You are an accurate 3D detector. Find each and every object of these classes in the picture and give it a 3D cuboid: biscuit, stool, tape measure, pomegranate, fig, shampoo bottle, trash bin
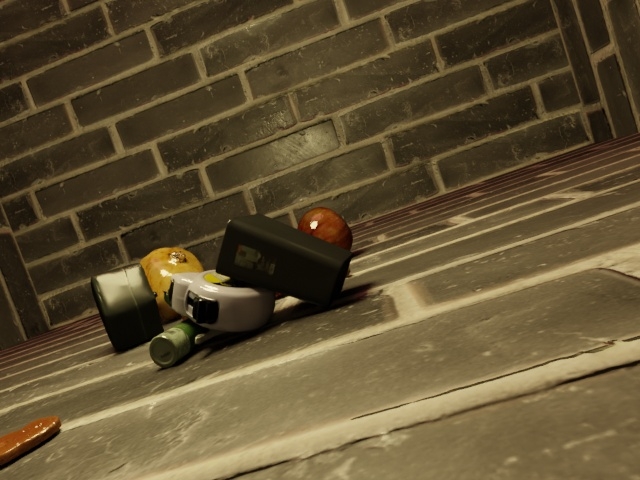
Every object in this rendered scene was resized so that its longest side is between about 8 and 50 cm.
[{"bbox_3d":[-0.430,0.286,0.627,0.102,0.019,0.130,-15,5,43],"label":"biscuit"},{"bbox_3d":[-0.521,0.176,1.229,0.141,0.232,0.232,-19,3,-29],"label":"stool"},{"bbox_3d":[-0.184,0.124,0.896,0.196,0.105,0.178,2,11,-38],"label":"tape measure"},{"bbox_3d":[-0.481,0.133,1.469,0.248,0.248,0.248,-19,4,1],"label":"pomegranate"},{"bbox_3d":[0.001,-0.001,1.462,0.205,0.205,0.205,-19,4,1],"label":"fig"},{"bbox_3d":[-0.256,0.184,0.908,0.065,0.065,0.204,-18,4,18],"label":"shampoo bottle"},{"bbox_3d":[-0.063,0.040,0.902,0.225,0.115,0.165,20,11,10],"label":"trash bin"}]

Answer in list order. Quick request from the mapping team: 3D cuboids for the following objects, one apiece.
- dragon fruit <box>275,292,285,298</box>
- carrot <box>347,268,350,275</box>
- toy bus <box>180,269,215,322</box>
[{"bbox_3d":[-0.119,0.105,1.150,0.116,0.086,0.081,-10,-5,-22],"label":"dragon fruit"},{"bbox_3d":[0.026,0.076,1.146,0.048,0.048,0.139,-22,5,-35],"label":"carrot"},{"bbox_3d":[-0.243,0.128,1.192,0.265,0.120,0.121,-23,7,-37],"label":"toy bus"}]
